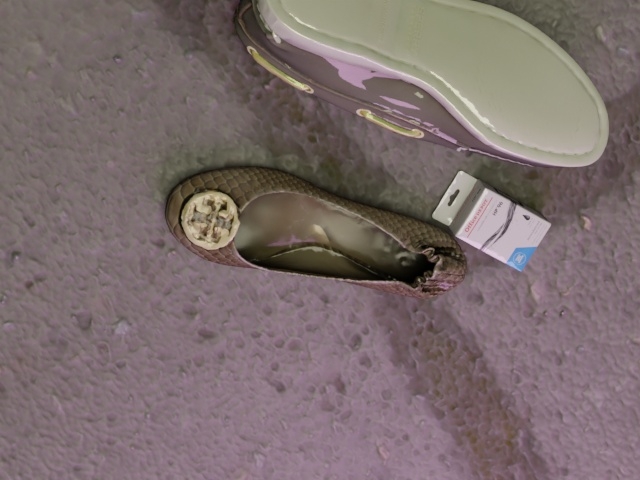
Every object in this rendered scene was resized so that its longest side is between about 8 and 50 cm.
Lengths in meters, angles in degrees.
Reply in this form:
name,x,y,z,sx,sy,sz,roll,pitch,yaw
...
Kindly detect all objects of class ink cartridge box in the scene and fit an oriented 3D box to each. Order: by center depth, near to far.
name,x,y,z,sx,sy,sz,roll,pitch,yaw
ink cartridge box,0.139,-0.016,1.417,0.083,0.028,0.048,27,102,-16

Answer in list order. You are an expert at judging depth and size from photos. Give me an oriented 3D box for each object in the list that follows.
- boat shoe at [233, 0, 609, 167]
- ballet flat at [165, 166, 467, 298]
name,x,y,z,sx,sy,sz,roll,pitch,yaw
boat shoe,0.079,-0.131,1.337,0.305,0.091,0.109,23,66,-18
ballet flat,0.000,0.000,1.384,0.249,0.058,0.084,14,105,-14
